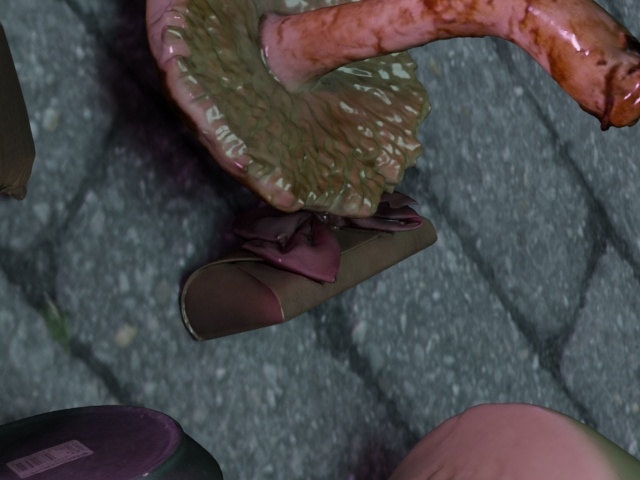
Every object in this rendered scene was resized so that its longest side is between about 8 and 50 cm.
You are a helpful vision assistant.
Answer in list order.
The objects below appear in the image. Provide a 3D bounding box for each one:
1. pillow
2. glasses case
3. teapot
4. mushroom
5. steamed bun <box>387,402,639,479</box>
[{"bbox_3d":[-0.193,-0.077,1.005,0.211,0.034,0.135,-61,141,-81],"label":"pillow"},{"bbox_3d":[0.000,0.000,1.256,0.193,0.102,0.070,-26,100,-50],"label":"glasses case"},{"bbox_3d":[-0.138,0.223,1.022,0.203,0.171,0.225,-15,106,-20],"label":"teapot"},{"bbox_3d":[0.050,-0.139,1.198,0.208,0.301,0.233,5,73,-79],"label":"mushroom"},{"bbox_3d":[0.172,0.358,1.264,0.371,0.290,0.456,38,56,-45],"label":"steamed bun"}]
